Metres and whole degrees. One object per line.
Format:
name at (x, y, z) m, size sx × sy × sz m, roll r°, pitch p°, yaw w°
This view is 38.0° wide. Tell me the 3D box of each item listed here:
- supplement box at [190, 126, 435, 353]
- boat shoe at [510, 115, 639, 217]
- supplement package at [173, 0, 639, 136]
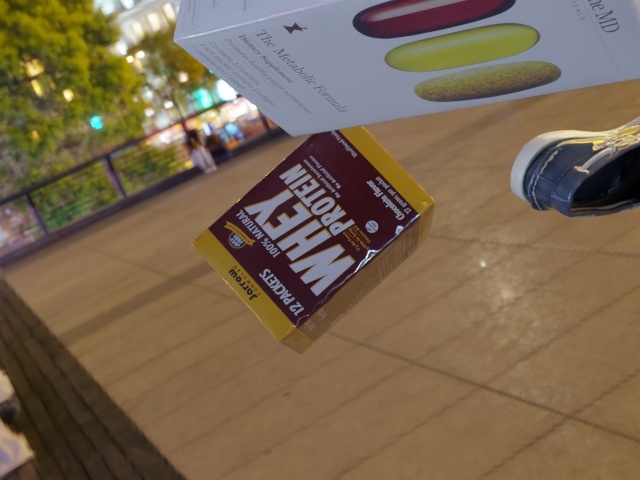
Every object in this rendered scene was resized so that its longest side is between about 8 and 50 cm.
supplement box at (0.000, 0.000, 0.944) m, size 0.194 × 0.129 × 0.191 m, roll -42°, pitch -11°, yaw -3°
boat shoe at (0.294, -0.069, 0.857) m, size 0.254 × 0.095 × 0.079 m, roll -7°, pitch 32°, yaw -31°
supplement package at (0.059, -0.162, 0.537) m, size 0.244 × 0.134 × 0.139 m, roll -6°, pitch -22°, yaw 31°
